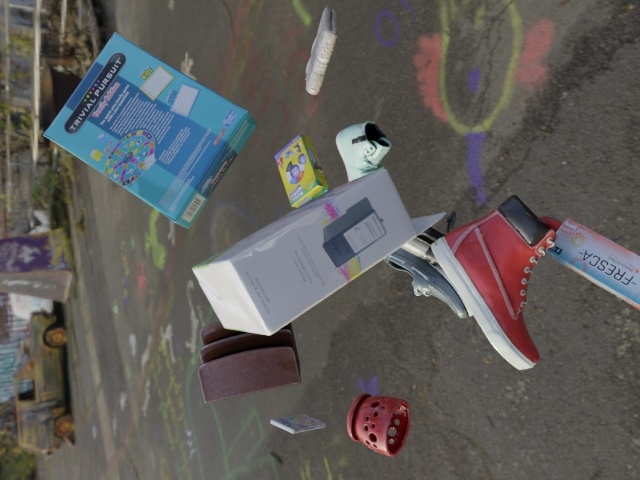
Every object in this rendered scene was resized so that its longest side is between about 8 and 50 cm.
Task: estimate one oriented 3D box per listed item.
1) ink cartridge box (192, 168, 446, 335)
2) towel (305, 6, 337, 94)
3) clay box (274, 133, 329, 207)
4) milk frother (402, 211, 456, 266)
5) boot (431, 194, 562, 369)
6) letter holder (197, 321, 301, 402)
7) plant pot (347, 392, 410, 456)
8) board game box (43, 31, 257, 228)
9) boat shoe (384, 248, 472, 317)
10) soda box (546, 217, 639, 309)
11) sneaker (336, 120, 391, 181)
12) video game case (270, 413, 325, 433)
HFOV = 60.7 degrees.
[{"bbox_3d":[0.000,0.000,0.853,0.119,0.353,0.207,63,153,-8],"label":"ink cartridge box"},{"bbox_3d":[0.002,-0.565,1.614,0.282,0.049,0.187,-90,17,-55],"label":"towel"},{"bbox_3d":[-0.057,-0.203,1.700,0.127,0.053,0.222,-36,62,34],"label":"clay box"},{"bbox_3d":[0.291,-0.028,1.484,0.129,0.134,0.143,-47,20,50],"label":"milk frother"},{"bbox_3d":[0.302,0.062,0.810,0.176,0.088,0.244,-32,97,15],"label":"boot"},{"bbox_3d":[-0.229,0.355,1.726,0.152,0.301,0.215,-112,11,-83],"label":"letter holder"},{"bbox_3d":[0.198,0.626,1.898,0.174,0.191,0.191,9,102,34],"label":"plant pot"},{"bbox_3d":[-0.337,-0.220,1.094,0.335,0.079,0.254,32,86,11],"label":"board game box"},{"bbox_3d":[0.298,0.117,1.539,0.319,0.099,0.116,50,176,37],"label":"boat shoe"},{"bbox_3d":[0.426,0.041,0.795,0.183,0.058,0.063,40,99,38],"label":"soda box"},{"bbox_3d":[0.140,-0.189,1.445,0.151,0.094,0.256,-11,107,61],"label":"sneaker"},{"bbox_3d":[-0.058,0.481,1.437,0.087,0.122,0.011,7,88,43],"label":"video game case"}]
